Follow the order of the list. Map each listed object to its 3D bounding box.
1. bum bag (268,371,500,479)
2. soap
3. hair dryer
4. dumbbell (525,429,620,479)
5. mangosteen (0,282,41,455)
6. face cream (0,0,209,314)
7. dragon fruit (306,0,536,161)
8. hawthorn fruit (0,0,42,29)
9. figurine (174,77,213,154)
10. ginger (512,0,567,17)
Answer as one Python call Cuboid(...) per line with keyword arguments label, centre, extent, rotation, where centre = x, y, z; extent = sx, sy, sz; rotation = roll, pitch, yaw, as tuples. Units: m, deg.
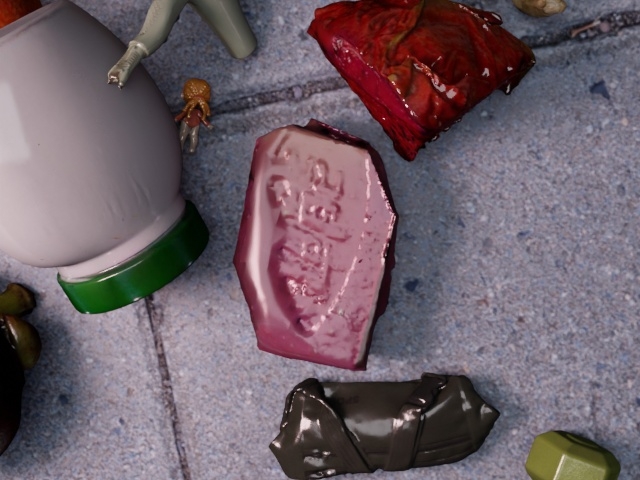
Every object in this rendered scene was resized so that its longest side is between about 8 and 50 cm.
Cuboid(label="bum bag", centre=(0.084, 0.251, 1.299), extent=(0.326, 0.080, 0.142), rotation=(-8, 94, 5))
Cuboid(label="soap", centre=(0.000, 0.000, 1.280), extent=(0.220, 0.127, 0.324), rotation=(12, 92, 3))
Cuboid(label="hair dryer", centre=(-0.169, -0.270, 1.232), extent=(0.092, 0.229, 0.267), rotation=(5, 74, 32))
Cuboid(label="dumbbell", centre=(0.302, 0.408, 1.267), extent=(0.108, 0.121, 0.301), rotation=(21, 93, 33))
Cuboid(label="mangosteen", centre=(-0.522, 0.187, 1.258), extent=(0.293, 0.297, 0.297), rotation=(-16, 90, -10))
Cuboid(label="face cream", centre=(-0.313, -0.105, 1.203), extent=(0.219, 0.312, 0.357), rotation=(-8, 119, 39))
Cuboid(label="dragon fruit", centre=(0.138, -0.192, 1.197), extent=(0.302, 0.330, 0.240), rotation=(-7, 112, 4))
Cuboid(label="hawthorn fruit", centre=(-0.481, -0.267, 1.295), extent=(0.197, 0.196, 0.225), rotation=(12, 107, 5))
Cuboid(label="figurine", centre=(-0.181, -0.175, 1.335), extent=(0.064, 0.047, 0.109), rotation=(8, 100, -23))
Cuboid(label="ginger", centre=(0.221, -0.403, 1.275), extent=(0.089, 0.075, 0.288), rotation=(-37, 83, -17))
